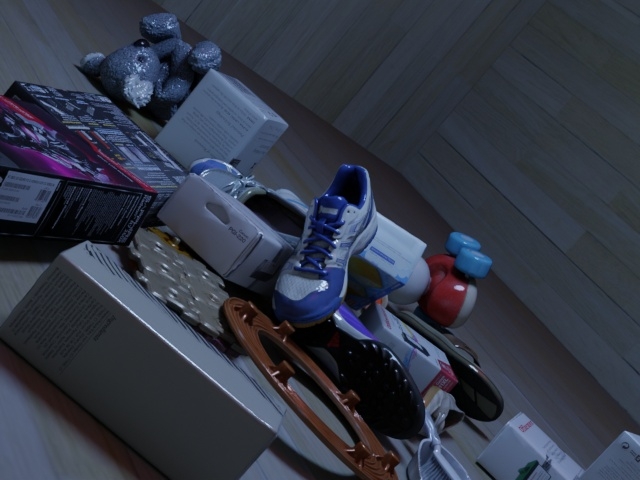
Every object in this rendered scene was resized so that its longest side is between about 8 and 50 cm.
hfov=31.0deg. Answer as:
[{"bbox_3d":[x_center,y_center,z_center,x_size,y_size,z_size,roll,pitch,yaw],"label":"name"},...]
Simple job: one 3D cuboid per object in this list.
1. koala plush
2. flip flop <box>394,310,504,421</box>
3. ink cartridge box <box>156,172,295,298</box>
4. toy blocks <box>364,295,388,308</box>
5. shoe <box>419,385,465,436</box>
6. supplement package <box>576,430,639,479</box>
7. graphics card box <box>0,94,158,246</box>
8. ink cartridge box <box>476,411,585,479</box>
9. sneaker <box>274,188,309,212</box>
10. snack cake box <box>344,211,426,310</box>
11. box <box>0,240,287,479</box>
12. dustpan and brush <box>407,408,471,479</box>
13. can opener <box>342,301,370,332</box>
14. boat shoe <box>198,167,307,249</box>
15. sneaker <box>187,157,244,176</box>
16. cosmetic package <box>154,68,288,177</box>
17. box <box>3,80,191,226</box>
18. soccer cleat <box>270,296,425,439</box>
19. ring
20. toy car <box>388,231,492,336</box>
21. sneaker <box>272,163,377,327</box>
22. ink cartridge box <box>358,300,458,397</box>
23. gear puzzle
[{"bbox_3d":[-0.347,-0.327,2.289,0.196,0.203,0.221,36,29,27],"label":"koala plush"},{"bbox_3d":[0.244,0.224,2.155,0.080,0.112,0.277,-22,49,-36],"label":"flip flop"},{"bbox_3d":[-0.132,-0.003,1.771,0.158,0.092,0.218,41,1,20],"label":"ink cartridge box"},{"bbox_3d":[0.077,0.099,2.247,0.123,0.054,0.148,40,11,-2],"label":"toy blocks"},{"bbox_3d":[0.189,0.278,1.861,0.058,0.076,0.219,38,8,16],"label":"shoe"},{"bbox_3d":[0.418,0.427,1.551,0.199,0.263,0.198,48,13,33],"label":"supplement package"},{"bbox_3d":[-0.373,-0.094,1.340,0.233,0.094,0.371,35,10,18],"label":"graphics card box"},{"bbox_3d":[0.383,0.406,1.963,0.219,0.092,0.160,43,11,16],"label":"ink cartridge box"},{"bbox_3d":[-0.013,-0.012,2.339,0.228,0.087,0.092,31,20,-12],"label":"sneaker"},{"bbox_3d":[0.062,0.029,2.044,0.152,0.089,0.264,32,-19,-7],"label":"snack cake box"},{"bbox_3d":[-0.173,0.131,1.149,0.275,0.113,0.094,41,10,-2],"label":"box"},{"bbox_3d":[0.169,0.319,1.675,0.147,0.060,0.211,32,14,-35],"label":"dustpan and brush"},{"bbox_3d":[0.015,0.114,1.923,0.093,0.074,0.280,23,21,-46],"label":"can opener"},{"bbox_3d":[-0.094,-0.043,1.948,0.118,0.103,0.320,-29,52,-32],"label":"boat shoe"},{"bbox_3d":[-0.152,-0.075,2.100,0.211,0.080,0.081,37,8,-11],"label":"sneaker"},{"bbox_3d":[-0.189,-0.205,2.211,0.151,0.184,0.151,42,11,12],"label":"cosmetic package"},{"bbox_3d":[-0.323,-0.126,1.738,0.242,0.076,0.307,42,11,8],"label":"box"},{"bbox_3d":[0.058,0.176,1.752,0.318,0.109,0.116,42,14,29],"label":"soccer cleat"},{"bbox_3d":[-0.004,0.195,1.525,0.336,0.032,0.336,48,4,-5],"label":"ring"},{"bbox_3d":[0.195,0.079,2.390,0.238,0.219,0.210,21,15,-11],"label":"toy car"},{"bbox_3d":[0.000,0.000,1.732,0.112,0.131,0.296,9,42,16],"label":"sneaker"},{"bbox_3d":[0.143,0.200,2.025,0.175,0.072,0.127,37,11,-16],"label":"ink cartridge box"},{"bbox_3d":[-0.199,0.054,1.558,0.175,0.044,0.339,34,10,-24],"label":"gear puzzle"}]
